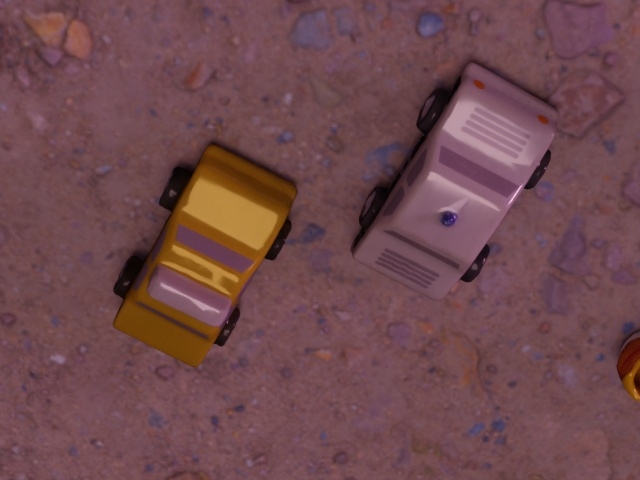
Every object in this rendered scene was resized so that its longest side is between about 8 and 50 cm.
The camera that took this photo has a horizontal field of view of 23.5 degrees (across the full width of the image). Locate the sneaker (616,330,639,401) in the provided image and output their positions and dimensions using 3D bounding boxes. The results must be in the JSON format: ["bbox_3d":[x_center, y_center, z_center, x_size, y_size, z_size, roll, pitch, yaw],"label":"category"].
[{"bbox_3d":[0.318,0.093,1.182,0.175,0.067,0.064,-17,114,14],"label":"sneaker"}]

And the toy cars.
[{"bbox_3d":[0.000,0.000,1.160,0.393,0.087,0.176,-16,116,16],"label":"toy cars"}]
